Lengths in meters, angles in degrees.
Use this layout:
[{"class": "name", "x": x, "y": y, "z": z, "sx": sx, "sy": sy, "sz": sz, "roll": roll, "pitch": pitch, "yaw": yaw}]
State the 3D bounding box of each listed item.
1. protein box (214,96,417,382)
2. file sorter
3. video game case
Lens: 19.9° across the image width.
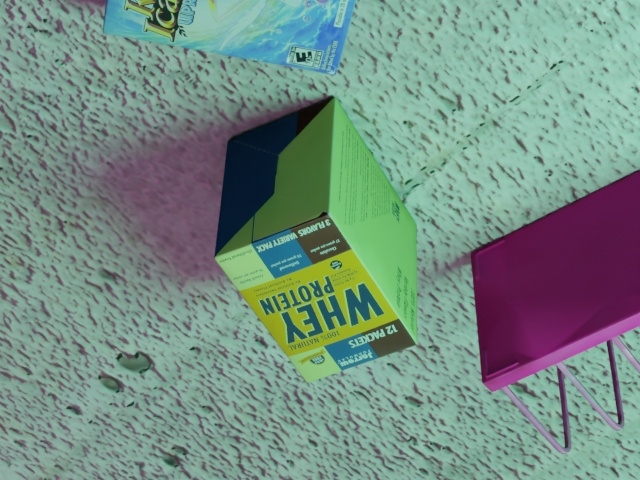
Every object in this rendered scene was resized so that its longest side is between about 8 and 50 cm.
[{"class": "protein box", "x": 0.000, "y": 0.000, "z": 1.944, "sx": 0.136, "sy": 0.199, "sz": 0.201, "roll": -21, "pitch": 127, "yaw": 19}, {"class": "file sorter", "x": 0.340, "y": 0.075, "z": 1.997, "sx": 0.291, "sy": 0.202, "sz": 0.182, "roll": -27, "pitch": 127, "yaw": 23}, {"class": "video game case", "x": -0.075, "y": -0.301, "z": 1.783, "sx": 0.244, "sy": 0.061, "sz": 0.269, "roll": 10, "pitch": 130, "yaw": -5}]
